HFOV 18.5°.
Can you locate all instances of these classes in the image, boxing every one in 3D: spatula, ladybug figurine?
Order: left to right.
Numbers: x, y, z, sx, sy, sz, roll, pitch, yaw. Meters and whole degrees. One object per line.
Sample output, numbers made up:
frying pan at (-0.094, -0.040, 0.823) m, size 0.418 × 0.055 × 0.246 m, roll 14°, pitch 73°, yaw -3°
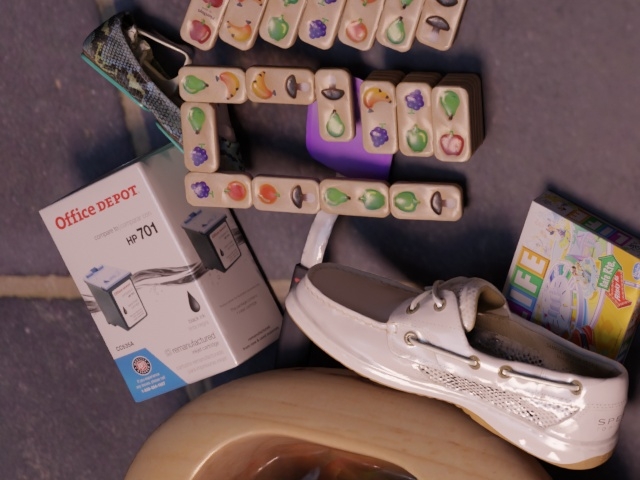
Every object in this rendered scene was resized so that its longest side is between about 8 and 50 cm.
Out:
spatula at (0.000, 0.000, 1.592) m, size 0.084 × 0.030 × 0.296 m, roll 26°, pitch 117°, yaw 23°
ladybug figurine at (0.038, 0.263, 1.570) m, size 0.449 × 0.162 × 0.305 m, roll 13°, pitch 85°, yaw 34°

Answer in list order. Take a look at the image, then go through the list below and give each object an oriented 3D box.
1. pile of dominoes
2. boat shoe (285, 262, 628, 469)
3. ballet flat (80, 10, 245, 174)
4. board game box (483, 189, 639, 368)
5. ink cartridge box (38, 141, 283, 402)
pile of dominoes at (-0.002, -0.108, 1.507) m, size 0.251 × 0.040 × 0.196 m, roll 3°, pitch 111°, yaw 20°
boat shoe at (0.106, 0.068, 1.479) m, size 0.277 × 0.098 × 0.096 m, roll 24°, pitch 123°, yaw 16°
ballet flat at (-0.117, -0.119, 1.620) m, size 0.188 × 0.070 × 0.070 m, roll 43°, pitch 130°, yaw 9°
board game box at (0.188, 0.052, 1.487) m, size 0.103 × 0.026 × 0.154 m, roll 30°, pitch 125°, yaw 23°
ink cartridge box at (-0.134, 0.025, 1.682) m, size 0.139 × 0.082 × 0.191 m, roll -23°, pitch 97°, yaw 41°
